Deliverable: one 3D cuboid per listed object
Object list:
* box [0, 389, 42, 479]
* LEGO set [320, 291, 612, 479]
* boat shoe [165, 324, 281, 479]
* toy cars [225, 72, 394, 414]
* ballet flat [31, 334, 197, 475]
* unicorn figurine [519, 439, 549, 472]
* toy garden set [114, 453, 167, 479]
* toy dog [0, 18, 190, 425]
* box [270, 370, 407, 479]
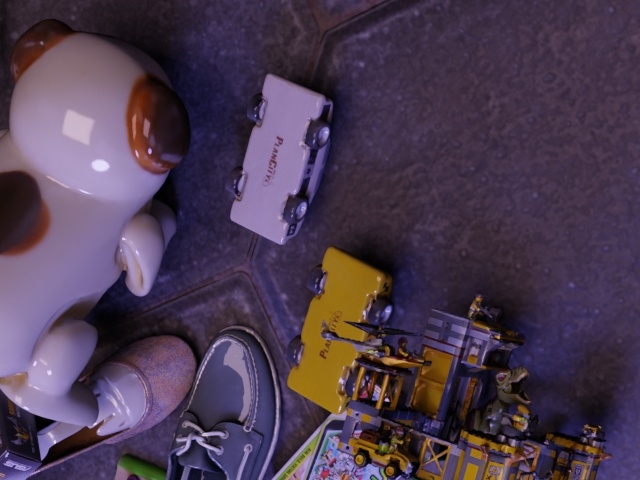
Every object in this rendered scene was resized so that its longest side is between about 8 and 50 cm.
[{"bbox_3d":[-0.439,0.237,1.875,0.183,0.056,0.231,-42,41,22],"label":"box"},{"bbox_3d":[0.172,0.157,1.568,0.255,0.331,0.192,17,92,40],"label":"LEGO set"},{"bbox_3d":[-0.126,0.260,1.787,0.116,0.099,0.319,10,89,19],"label":"boat shoe"},{"bbox_3d":[0.000,0.000,1.722,0.176,0.087,0.394,-19,89,35],"label":"toy cars"},{"bbox_3d":[-0.291,0.222,1.862,0.316,0.106,0.107,-33,89,23],"label":"ballet flat"},{"bbox_3d":[0.248,0.307,1.705,0.111,0.060,0.162,-10,78,19],"label":"unicorn figurine"},{"bbox_3d":[-0.198,0.423,1.897,0.203,0.049,0.244,20,107,16],"label":"toy garden set"},{"bbox_3d":[-0.319,-0.047,1.677,0.284,0.395,0.408,34,93,26],"label":"toy dog"},{"bbox_3d":[0.038,0.264,1.784,0.114,0.036,0.207,43,112,8],"label":"box"}]
